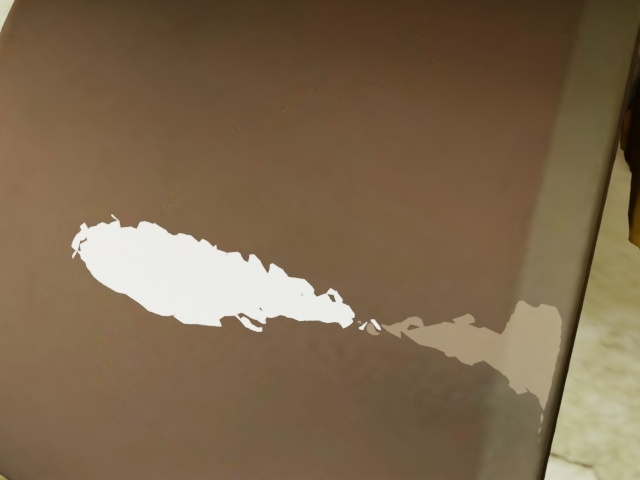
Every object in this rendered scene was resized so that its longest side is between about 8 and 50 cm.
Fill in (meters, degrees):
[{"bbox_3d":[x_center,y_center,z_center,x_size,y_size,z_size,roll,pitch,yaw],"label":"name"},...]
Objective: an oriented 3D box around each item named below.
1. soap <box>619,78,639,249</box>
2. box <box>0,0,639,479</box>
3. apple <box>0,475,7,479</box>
[{"bbox_3d":[0.292,-0.066,0.671,0.325,0.096,0.204,7,131,4],"label":"soap"},{"bbox_3d":[0.000,0.000,0.671,0.216,0.301,0.301,11,132,10],"label":"box"},{"bbox_3d":[-0.235,0.118,0.817,0.309,0.277,0.250,53,146,-12],"label":"apple"}]
